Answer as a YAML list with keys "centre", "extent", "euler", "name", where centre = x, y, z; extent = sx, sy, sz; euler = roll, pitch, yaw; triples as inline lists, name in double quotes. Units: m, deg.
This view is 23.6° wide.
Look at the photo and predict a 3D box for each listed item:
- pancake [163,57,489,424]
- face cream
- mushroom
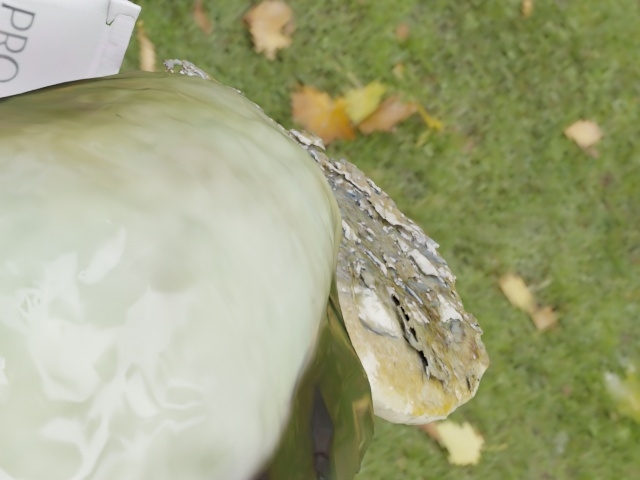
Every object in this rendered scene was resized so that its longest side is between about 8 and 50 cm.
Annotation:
- centre: [0.001, -0.001, 0.931]
  extent: [0.282, 0.049, 0.282]
  euler: [43, 16, -16]
  name: "pancake"
- centre: [-0.208, -0.114, 0.695]
  extent: [0.243, 0.092, 0.058]
  euler: [21, 39, -7]
  name: "face cream"
- centre: [-0.109, 0.020, 0.425]
  extent: [0.344, 0.247, 0.130]
  euler: [-25, 117, -68]
  name: "mushroom"
